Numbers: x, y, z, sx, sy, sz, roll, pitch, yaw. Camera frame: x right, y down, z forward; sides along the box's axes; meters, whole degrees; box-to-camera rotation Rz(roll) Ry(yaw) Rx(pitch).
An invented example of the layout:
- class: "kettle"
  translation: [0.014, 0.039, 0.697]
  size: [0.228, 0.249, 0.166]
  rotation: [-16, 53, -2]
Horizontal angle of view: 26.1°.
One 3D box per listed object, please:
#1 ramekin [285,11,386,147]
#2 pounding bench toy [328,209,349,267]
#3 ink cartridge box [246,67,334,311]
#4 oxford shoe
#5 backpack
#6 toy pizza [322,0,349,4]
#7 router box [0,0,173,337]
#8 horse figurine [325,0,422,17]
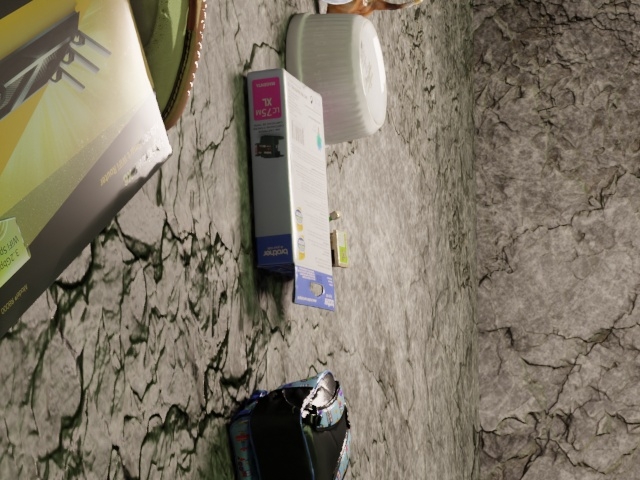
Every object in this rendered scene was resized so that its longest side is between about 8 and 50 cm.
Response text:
- class: "ramekin"
  translation: [0.029, -0.244, 2.075]
  size: [0.207, 0.109, 0.207]
  rotation: [-5, 90, -74]
- class: "pounding bench toy"
  translation: [0.000, 0.000, 1.969]
  size: [0.052, 0.065, 0.083]
  rotation: [13, 72, -73]
- class: "ink cartridge box"
  translation: [-0.039, -0.061, 1.861]
  size: [0.186, 0.065, 0.311]
  rotation: [20, 63, -73]
- class: "oxford shoe"
  translation: [-0.206, -0.292, 1.288]
  size: [0.146, 0.140, 0.397]
  rotation: [-14, 101, -48]
- class: "backpack"
  translation: [-0.027, 0.243, 1.695]
  size: [0.173, 0.117, 0.158]
  rotation: [-54, 136, -66]
- class: "toy pizza"
  translation: [-0.001, -0.451, 2.076]
  size: [0.201, 0.032, 0.201]
  rotation: [12, 72, -43]
- class: "router box"
  translation: [-0.238, -0.104, 1.054]
  size: [0.309, 0.081, 0.243]
  rotation: [-57, 140, -53]
- class: "horse figurine"
  translation: [0.053, -0.436, 2.188]
  size: [0.066, 0.174, 0.263]
  rotation: [-2, 72, -59]
